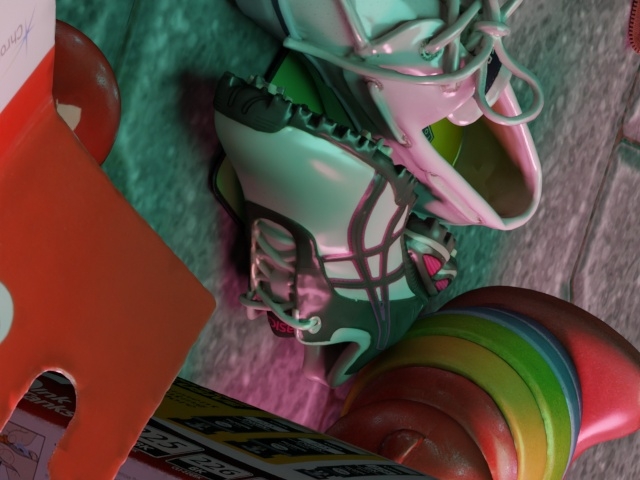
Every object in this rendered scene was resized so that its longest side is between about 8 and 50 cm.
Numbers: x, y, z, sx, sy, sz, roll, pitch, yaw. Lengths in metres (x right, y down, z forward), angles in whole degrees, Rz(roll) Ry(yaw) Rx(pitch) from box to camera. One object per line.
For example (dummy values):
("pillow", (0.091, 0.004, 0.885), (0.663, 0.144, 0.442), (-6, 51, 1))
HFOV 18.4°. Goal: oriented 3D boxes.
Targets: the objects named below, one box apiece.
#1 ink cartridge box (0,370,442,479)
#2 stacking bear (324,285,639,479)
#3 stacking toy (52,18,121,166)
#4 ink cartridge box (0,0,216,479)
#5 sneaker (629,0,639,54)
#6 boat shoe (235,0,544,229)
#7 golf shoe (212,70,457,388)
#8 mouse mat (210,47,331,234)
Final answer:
("ink cartridge box", (-0.029, 0.166, 1.028), (0.272, 0.309, 0.130), (6, 101, -60))
("stacking bear", (0.084, 0.134, 1.286), (0.175, 0.164, 0.289), (-49, 170, 23))
("stacking toy", (-0.195, 0.012, 0.862), (0.330, 0.141, 0.141), (-50, 143, -37))
("ink cartridge box", (-0.179, -0.013, 0.727), (0.385, 0.091, 0.308), (54, 45, -26))
("sneaker", (0.286, -0.210, 1.585), (0.067, 0.042, 0.118), (-21, 131, -48))
("boat shoe", (0.064, -0.116, 1.158), (0.136, 0.156, 0.367), (-57, 147, -23))
("golf shoe", (0.000, 0.000, 1.179), (0.120, 0.105, 0.273), (-56, 146, -10))
("mouse mat", (0.002, -0.076, 1.242), (0.189, 0.007, 0.152), (-60, 147, -17))
